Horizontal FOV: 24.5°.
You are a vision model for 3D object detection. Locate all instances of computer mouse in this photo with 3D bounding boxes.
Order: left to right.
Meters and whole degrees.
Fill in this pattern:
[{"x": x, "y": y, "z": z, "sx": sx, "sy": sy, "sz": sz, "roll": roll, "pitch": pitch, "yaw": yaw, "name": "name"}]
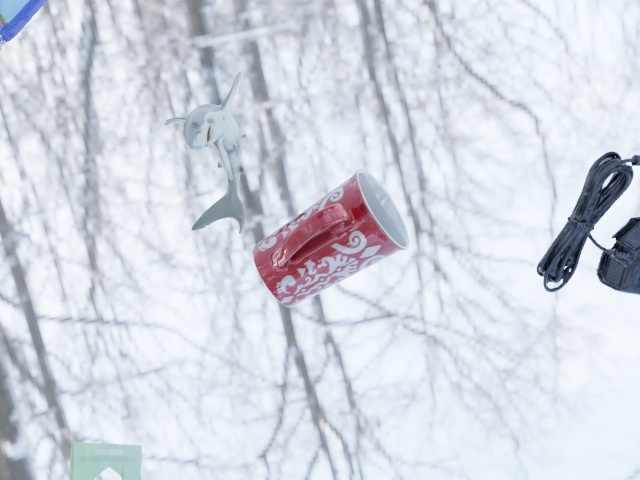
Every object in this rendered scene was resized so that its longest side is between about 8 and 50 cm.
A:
[{"x": 0.361, "y": -0.018, "z": 1.564, "sx": 0.262, "sy": 0.184, "sz": 0.060, "roll": 9, "pitch": -150, "yaw": -24, "name": "computer mouse"}]

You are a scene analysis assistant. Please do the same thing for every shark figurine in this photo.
[{"x": -0.166, "y": -0.135, "z": 2.108, "sx": 0.116, "sy": 0.278, "sz": 0.166, "roll": 7, "pitch": -117, "yaw": 11, "name": "shark figurine"}]

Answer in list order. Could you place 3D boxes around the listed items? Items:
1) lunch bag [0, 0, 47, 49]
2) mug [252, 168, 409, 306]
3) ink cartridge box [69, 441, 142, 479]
[{"x": -0.283, "y": -0.330, "z": 1.303, "sx": 0.293, "sy": 0.221, "sz": 0.138, "roll": -53, "pitch": -164, "yaw": -25, "name": "lunch bag"}, {"x": -0.001, "y": -0.006, "z": 1.810, "sx": 0.169, "sy": 0.150, "sz": 0.113, "roll": -32, "pitch": -134, "yaw": 19, "name": "mug"}, {"x": -0.123, "y": 0.283, "z": 1.128, "sx": 0.097, "sy": 0.255, "sz": 0.189, "roll": -2, "pitch": 171, "yaw": 10, "name": "ink cartridge box"}]
